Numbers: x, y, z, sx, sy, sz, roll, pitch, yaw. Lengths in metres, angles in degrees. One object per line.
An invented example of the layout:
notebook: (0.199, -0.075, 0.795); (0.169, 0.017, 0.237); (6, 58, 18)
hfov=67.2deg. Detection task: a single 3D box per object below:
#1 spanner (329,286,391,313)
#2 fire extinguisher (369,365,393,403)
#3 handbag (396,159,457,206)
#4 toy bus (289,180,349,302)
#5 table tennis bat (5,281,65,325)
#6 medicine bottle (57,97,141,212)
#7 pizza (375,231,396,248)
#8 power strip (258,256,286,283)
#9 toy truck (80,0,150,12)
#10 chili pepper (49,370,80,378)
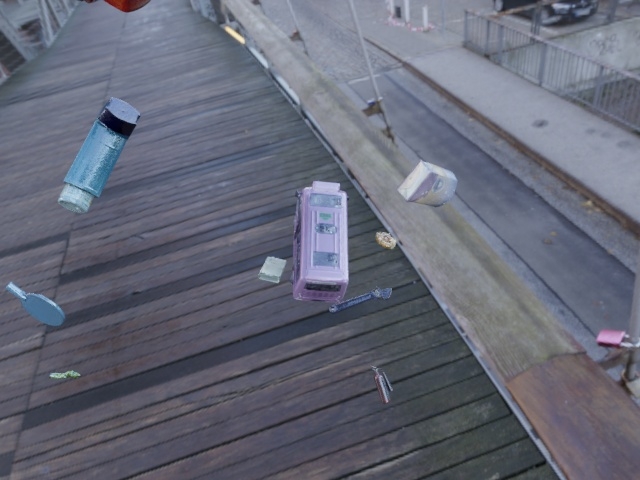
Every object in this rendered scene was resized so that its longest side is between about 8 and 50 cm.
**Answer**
spanner: (0.120, 0.184, 1.465); (0.209, 0.012, 0.046); (-22, 73, 18)
fire extinguisher: (0.163, 0.367, 1.246); (0.046, 0.032, 0.100); (-13, 77, -20)
handbag: (0.302, -0.154, 1.340); (0.173, 0.117, 0.095); (7, 42, -45)
toy bus: (0.000, 0.000, 0.830); (0.096, 0.108, 0.198); (4, 62, -7)
table tennis bat: (-0.699, 0.157, 1.182); (0.100, 0.155, 0.019); (-32, 25, 34)
medicine bottle: (-0.499, -0.189, 1.082); (0.124, 0.079, 0.258); (-10, 56, 51)
pizza: (0.136, -0.003, 1.011); (0.037, 0.016, 0.083); (-10, 23, -9)
power strip: (-0.107, 0.064, 1.106); (0.051, 0.019, 0.136); (11, 16, -1)
toy truck: (-0.262, -0.410, 0.663); (0.253, 0.114, 0.107); (-27, 28, 41)
chili pepper: (-0.703, 0.373, 1.331); (0.083, 0.027, 0.022); (-2, 48, -3)
